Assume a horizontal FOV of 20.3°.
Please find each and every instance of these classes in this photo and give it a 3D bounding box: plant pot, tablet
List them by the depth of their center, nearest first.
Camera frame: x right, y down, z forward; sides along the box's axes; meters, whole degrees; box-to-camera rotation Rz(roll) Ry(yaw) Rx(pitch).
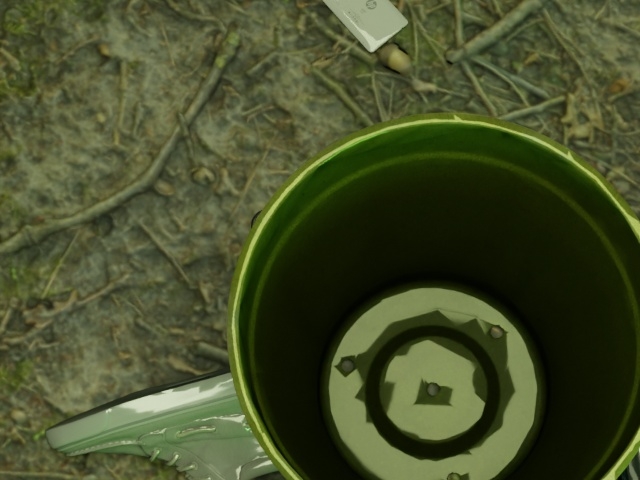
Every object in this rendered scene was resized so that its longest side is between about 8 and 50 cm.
[{"bbox_3d":[0.108,0.113,1.637,0.366,0.353,0.366,0,76,1],"label":"plant pot"},{"bbox_3d":[0.047,-0.245,1.904,0.054,0.006,0.083,-40,79,-8],"label":"tablet"}]

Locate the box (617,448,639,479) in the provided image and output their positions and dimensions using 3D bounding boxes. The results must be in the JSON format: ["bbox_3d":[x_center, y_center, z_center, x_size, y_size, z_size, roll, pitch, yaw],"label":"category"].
[{"bbox_3d":[0.435,0.221,1.725,0.293,0.073,0.295,-9,86,0],"label":"box"}]

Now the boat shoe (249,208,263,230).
[{"bbox_3d":[0.000,0.000,1.822,0.152,0.049,0.056,18,78,6],"label":"boat shoe"}]

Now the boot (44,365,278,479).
[{"bbox_3d":[-0.136,0.203,1.757,0.258,0.095,0.123,-16,92,10],"label":"boot"}]
